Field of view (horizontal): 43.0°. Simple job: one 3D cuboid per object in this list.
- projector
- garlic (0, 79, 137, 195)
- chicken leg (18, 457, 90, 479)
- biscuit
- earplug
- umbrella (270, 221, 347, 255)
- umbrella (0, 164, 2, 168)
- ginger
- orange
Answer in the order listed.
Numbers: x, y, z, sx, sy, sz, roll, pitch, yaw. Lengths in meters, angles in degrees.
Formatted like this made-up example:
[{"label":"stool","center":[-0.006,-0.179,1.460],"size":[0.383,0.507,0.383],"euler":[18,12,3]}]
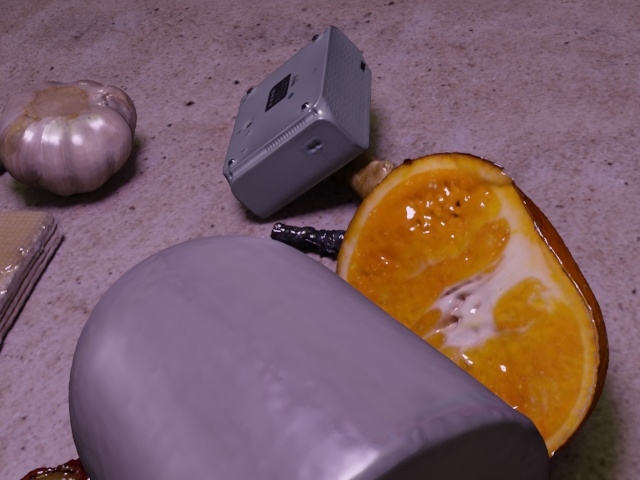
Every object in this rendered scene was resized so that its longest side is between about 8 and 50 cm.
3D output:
[{"label":"projector","center":[-0.034,-0.178,1.191],"size":[0.198,0.108,0.250],"euler":[-33,32,30]},{"label":"garlic","center":[-0.398,-0.160,1.276],"size":[0.228,0.152,0.228],"euler":[-1,37,1]},{"label":"chicken leg","center":[-0.300,0.294,0.816],"size":[0.105,0.063,0.234],"euler":[25,51,26]},{"label":"biscuit","center":[-0.449,0.048,1.122],"size":[0.108,0.061,0.239],"euler":[0,43,12]},{"label":"earplug","center":[-0.049,0.173,0.724],"size":[0.313,0.312,0.394],"euler":[-31,43,-22]},{"label":"umbrella","center":[0.000,0.000,1.102],"size":[0.144,0.037,0.040],"euler":[7,72,20]},{"label":"umbrella","center":[-0.582,-0.101,1.317],"size":[0.053,0.052,0.250],"euler":[20,55,33]},{"label":"ginger","center":[0.083,-0.056,1.108],"size":[0.065,0.118,0.299],"euler":[-4,30,-24]},{"label":"orange","center":[0.148,0.067,0.842],"size":[0.310,0.274,0.274],"euler":[45,59,3]}]
